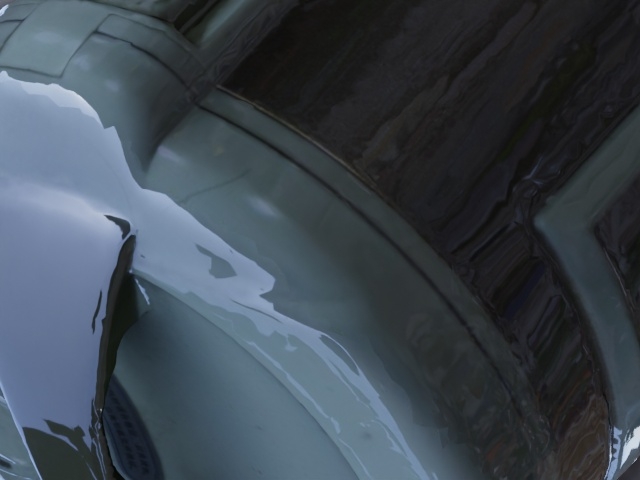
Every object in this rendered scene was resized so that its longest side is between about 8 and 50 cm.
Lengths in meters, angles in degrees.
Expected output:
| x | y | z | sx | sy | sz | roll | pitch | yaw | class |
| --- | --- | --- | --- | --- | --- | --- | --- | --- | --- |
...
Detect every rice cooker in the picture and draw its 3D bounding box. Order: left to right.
| x | y | z | sx | sy | sz | roll | pitch | yaw | class |
| --- | --- | --- | --- | --- | --- | --- | --- | --- | --- |
| 0.000 | 0.000 | 0.817 | 0.335 | 0.335 | 0.325 | 47 | -124 | -9 | rice cooker |
